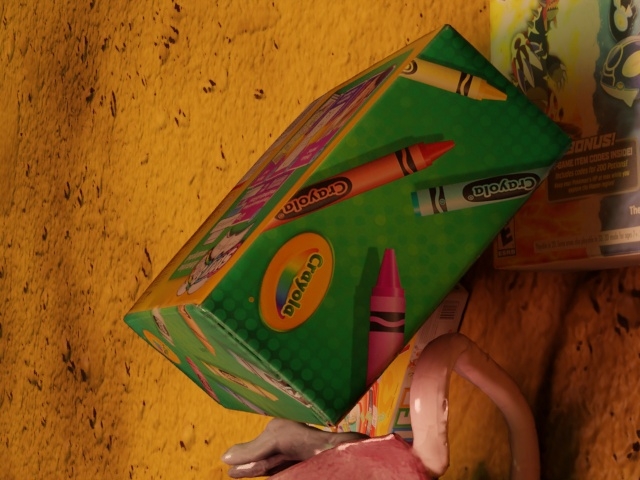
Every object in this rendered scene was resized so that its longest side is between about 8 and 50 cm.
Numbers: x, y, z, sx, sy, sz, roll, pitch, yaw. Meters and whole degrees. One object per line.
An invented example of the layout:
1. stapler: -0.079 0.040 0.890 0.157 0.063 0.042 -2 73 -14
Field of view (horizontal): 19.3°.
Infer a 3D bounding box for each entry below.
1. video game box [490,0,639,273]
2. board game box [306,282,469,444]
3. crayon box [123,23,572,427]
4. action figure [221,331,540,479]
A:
1. video game box: 0.147 -0.084 0.855 0.205 0.048 0.187 -10 77 63
2. board game box: 0.032 0.071 1.091 0.103 0.026 0.154 51 133 53
3. crayon box: 0.000 0.000 0.919 0.165 0.081 0.278 -49 7 -10
4. action figure: 0.062 0.277 0.909 0.276 0.248 0.370 -35 56 17
